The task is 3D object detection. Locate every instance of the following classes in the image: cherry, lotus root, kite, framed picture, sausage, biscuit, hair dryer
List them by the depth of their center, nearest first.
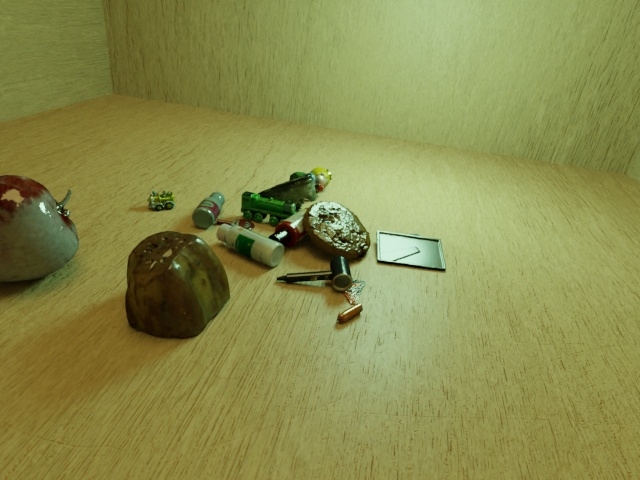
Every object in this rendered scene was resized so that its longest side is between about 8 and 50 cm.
[{"bbox_3d":[-0.444,0.112,1.272,0.317,0.249,0.316,-2,35,1],"label":"lotus root"},{"bbox_3d":[-0.906,-0.018,1.322,0.291,0.335,0.326,42,1,41],"label":"cherry"},{"bbox_3d":[0.087,0.225,1.361,0.031,0.031,0.107,29,34,35],"label":"sausage"},{"bbox_3d":[-0.022,0.111,1.511,0.256,0.069,0.128,-2,30,0],"label":"hair dryer"},{"bbox_3d":[0.107,0.153,1.528,0.125,0.008,0.222,-7,31,-28],"label":"kite"},{"bbox_3d":[0.068,-0.047,1.721,0.296,0.075,0.295,18,40,-16],"label":"biscuit"},{"bbox_3d":[0.353,0.038,1.750,0.266,0.018,0.192,8,38,1],"label":"framed picture"}]

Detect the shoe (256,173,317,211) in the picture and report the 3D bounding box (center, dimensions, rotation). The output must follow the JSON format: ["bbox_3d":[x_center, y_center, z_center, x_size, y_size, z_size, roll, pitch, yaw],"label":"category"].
[{"bbox_3d":[-0.147,-0.193,2.010,0.293,0.149,0.109,-17,14,26],"label":"shoe"}]

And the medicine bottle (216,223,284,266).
[{"bbox_3d":[-0.260,0.010,1.615,0.260,0.095,0.095,23,32,26],"label":"medicine bottle"}]

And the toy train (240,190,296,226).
[{"bbox_3d":[-0.217,-0.129,1.860,0.252,0.118,0.085,12,28,11],"label":"toy train"}]

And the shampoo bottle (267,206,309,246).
[{"bbox_3d":[-0.105,-0.041,1.732,0.105,0.104,0.278,20,31,23],"label":"shampoo bottle"}]

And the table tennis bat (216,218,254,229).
[{"bbox_3d":[-0.350,-0.067,1.823,0.155,0.019,0.098,8,28,-5],"label":"table tennis bat"}]

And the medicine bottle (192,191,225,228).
[{"bbox_3d":[-0.458,-0.134,1.840,0.091,0.090,0.216,7,28,1],"label":"medicine bottle"}]

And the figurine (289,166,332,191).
[{"bbox_3d":[-0.021,-0.286,2.202,0.235,0.127,0.185,-3,33,-39],"label":"figurine"}]

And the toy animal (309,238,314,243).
[{"bbox_3d":[0.000,0.000,1.748,0.084,0.060,0.081,10,-8,6],"label":"toy animal"}]

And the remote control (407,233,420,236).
[{"bbox_3d":[0.355,-0.007,1.859,0.153,0.027,0.043,-6,27,-25],"label":"remote control"}]

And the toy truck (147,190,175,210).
[{"bbox_3d":[-0.678,-0.175,1.881,0.111,0.076,0.076,-10,32,-28],"label":"toy truck"}]
